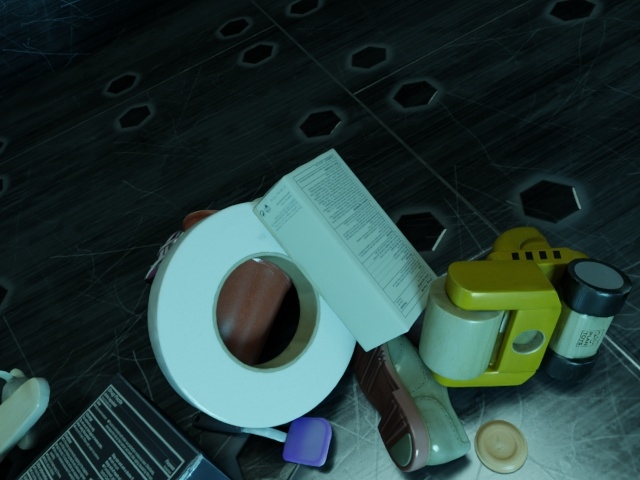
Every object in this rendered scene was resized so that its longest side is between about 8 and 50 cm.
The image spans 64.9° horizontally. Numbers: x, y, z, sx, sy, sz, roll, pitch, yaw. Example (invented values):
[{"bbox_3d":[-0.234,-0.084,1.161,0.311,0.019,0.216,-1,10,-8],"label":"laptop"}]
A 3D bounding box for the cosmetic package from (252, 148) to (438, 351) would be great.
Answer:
[{"bbox_3d":[0.049,0.012,0.862,0.310,0.113,0.160,52,43,0],"label":"cosmetic package"}]

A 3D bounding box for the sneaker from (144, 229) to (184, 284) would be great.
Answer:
[{"bbox_3d":[-0.381,0.043,1.269,0.077,0.072,0.178,6,45,37],"label":"sneaker"}]

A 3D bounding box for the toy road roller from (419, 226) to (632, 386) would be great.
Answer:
[{"bbox_3d":[0.321,0.098,0.869,0.329,0.203,0.241,-2,34,-7],"label":"toy road roller"}]

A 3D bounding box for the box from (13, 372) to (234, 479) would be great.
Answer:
[{"bbox_3d":[-0.327,0.432,0.820,0.296,0.183,0.294,20,59,42],"label":"box"}]

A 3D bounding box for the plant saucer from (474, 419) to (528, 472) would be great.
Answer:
[{"bbox_3d":[0.295,0.335,0.825,0.083,0.013,0.084,-9,49,11],"label":"plant saucer"}]

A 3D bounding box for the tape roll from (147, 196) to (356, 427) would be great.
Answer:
[{"bbox_3d":[-0.103,0.123,0.894,0.392,0.392,0.072,-55,21,-25],"label":"tape roll"}]

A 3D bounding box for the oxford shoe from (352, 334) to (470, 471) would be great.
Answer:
[{"bbox_3d":[0.149,0.243,0.910,0.130,0.123,0.348,3,40,-19],"label":"oxford shoe"}]

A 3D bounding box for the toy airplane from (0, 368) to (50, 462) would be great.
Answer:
[{"bbox_3d":[-0.683,0.423,0.956,0.385,0.272,0.385,3,91,10],"label":"toy airplane"}]

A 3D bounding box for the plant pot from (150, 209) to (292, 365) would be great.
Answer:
[{"bbox_3d":[-0.195,0.124,1.018,0.272,0.272,0.265,5,62,22],"label":"plant pot"}]

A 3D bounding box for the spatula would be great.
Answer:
[{"bbox_3d":[-0.118,0.353,0.939,0.296,0.030,0.084,3,52,21],"label":"spatula"}]
